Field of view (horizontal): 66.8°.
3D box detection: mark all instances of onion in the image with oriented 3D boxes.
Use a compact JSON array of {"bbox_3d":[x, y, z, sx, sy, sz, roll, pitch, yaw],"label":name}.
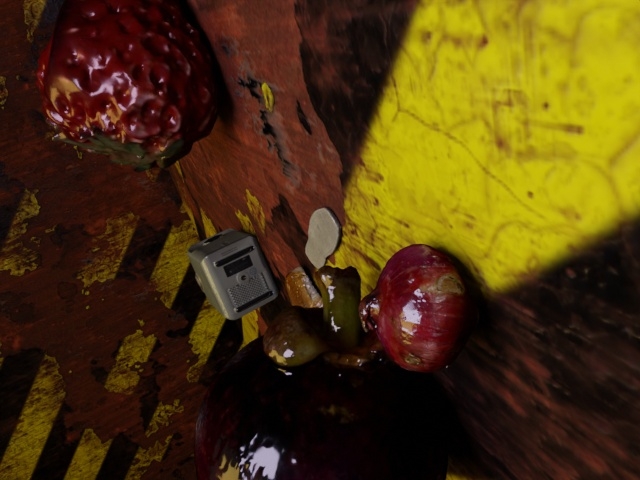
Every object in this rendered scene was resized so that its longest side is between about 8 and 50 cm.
[{"bbox_3d":[0.080,0.057,0.408,0.107,0.097,0.107,174,90,-81],"label":"onion"}]

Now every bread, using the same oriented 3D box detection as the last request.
[{"bbox_3d":[-0.023,0.114,0.884,0.129,0.044,0.126,60,162,23],"label":"bread"}]

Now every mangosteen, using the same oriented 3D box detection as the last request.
[{"bbox_3d":[0.012,0.215,0.554,0.297,0.293,0.297,45,-171,-9],"label":"mangosteen"}]

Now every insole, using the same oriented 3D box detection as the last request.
[{"bbox_3d":[0.000,0.000,0.701,0.063,0.010,0.192,59,162,14],"label":"insole"}]

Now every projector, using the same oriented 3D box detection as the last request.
[{"bbox_3d":[-0.231,0.077,1.243,0.242,0.163,0.177,13,126,66],"label":"projector"}]

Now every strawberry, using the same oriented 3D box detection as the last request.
[{"bbox_3d":[-0.304,-0.304,0.812,0.317,0.295,0.345,68,-153,-84],"label":"strawberry"}]
